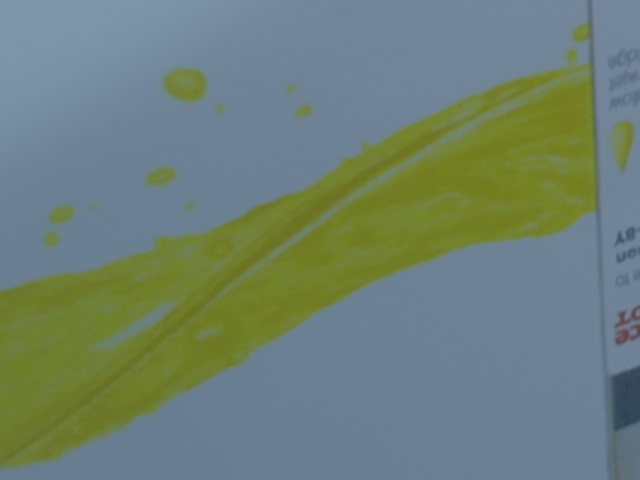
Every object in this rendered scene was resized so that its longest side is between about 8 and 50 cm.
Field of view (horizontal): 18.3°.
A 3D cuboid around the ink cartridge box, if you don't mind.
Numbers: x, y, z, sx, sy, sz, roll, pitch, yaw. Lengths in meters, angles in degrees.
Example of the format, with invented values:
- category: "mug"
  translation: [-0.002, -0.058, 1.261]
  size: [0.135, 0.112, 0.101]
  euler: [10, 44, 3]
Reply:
- category: "ink cartridge box"
  translation: [-0.024, -0.044, 0.398]
  size: [0.279, 0.160, 0.385]
  euler: [-14, 117, -17]
